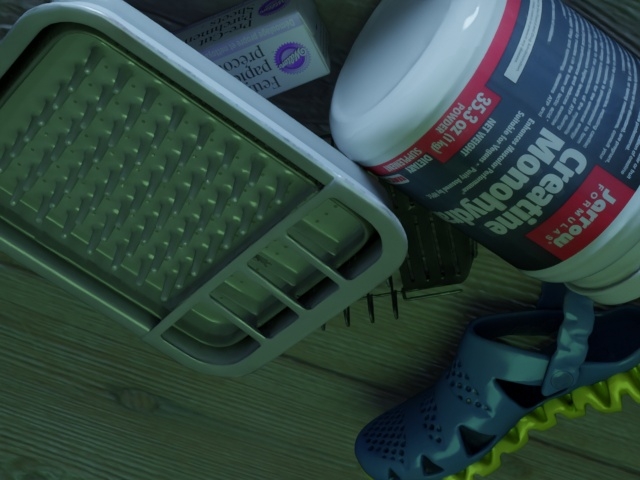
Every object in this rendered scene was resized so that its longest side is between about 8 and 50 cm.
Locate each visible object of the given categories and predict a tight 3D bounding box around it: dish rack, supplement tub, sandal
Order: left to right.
[{"bbox_3d":[-0.122,-0.043,1.120,0.333,0.072,0.285,33,136,-19],"label":"dish rack"},{"bbox_3d":[0.000,0.000,1.267,0.271,0.074,0.208,-10,127,7],"label":"dish rack"},{"bbox_3d":[0.165,0.123,1.335,0.317,0.126,0.138,-30,120,9],"label":"sandal"},{"bbox_3d":[0.162,-0.086,1.130,0.272,0.191,0.191,32,120,-21],"label":"supplement tub"}]

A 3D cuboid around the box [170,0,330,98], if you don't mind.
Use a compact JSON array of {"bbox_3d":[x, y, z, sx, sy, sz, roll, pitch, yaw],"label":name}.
[{"bbox_3d":[-0.149,-0.117,1.186,0.324,0.067,0.063,-20,124,15],"label":"box"}]
